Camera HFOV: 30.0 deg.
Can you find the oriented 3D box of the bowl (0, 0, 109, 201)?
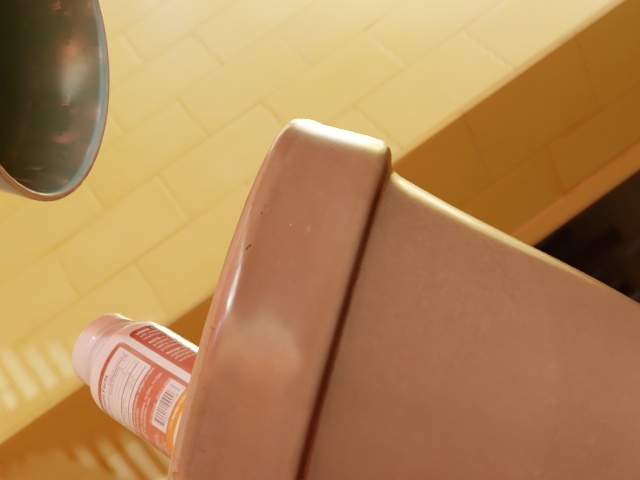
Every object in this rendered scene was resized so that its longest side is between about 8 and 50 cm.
[{"bbox_3d":[-0.349,-0.189,1.179,0.311,0.163,0.311,-3,-90,-73],"label":"bowl"}]

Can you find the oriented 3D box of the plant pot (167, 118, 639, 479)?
[{"bbox_3d":[0.061,0.091,0.623,0.229,0.263,0.263,16,170,5],"label":"plant pot"}]

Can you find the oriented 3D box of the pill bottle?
[{"bbox_3d":[-0.181,0.165,1.353,0.216,0.121,0.121,26,158,37],"label":"pill bottle"}]
